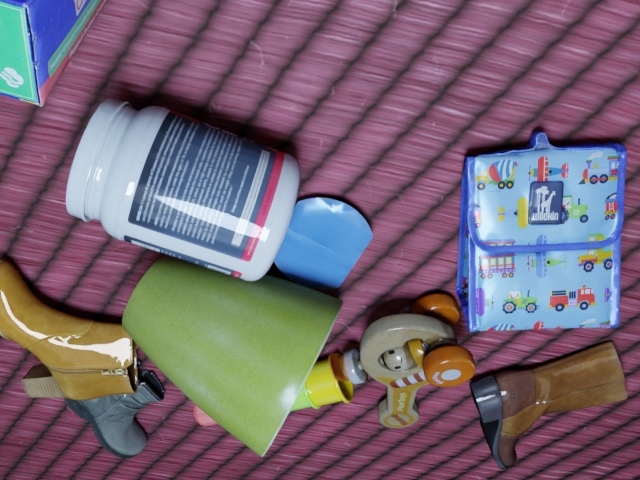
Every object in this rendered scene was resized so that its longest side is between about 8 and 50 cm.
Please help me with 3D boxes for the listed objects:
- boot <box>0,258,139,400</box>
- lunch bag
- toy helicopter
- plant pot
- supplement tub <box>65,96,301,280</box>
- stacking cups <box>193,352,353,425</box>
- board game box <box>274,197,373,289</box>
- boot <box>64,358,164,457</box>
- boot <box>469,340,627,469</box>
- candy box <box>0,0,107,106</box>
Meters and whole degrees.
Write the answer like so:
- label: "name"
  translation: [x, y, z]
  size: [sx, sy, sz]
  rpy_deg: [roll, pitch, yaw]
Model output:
- label: "boot"
  translation: [-0.441, 0.157, 0.996]
  size: [0.211, 0.104, 0.295]
  rpy_deg: [-6, 114, -2]
- label: "lunch bag"
  translation: [0.327, -0.022, 0.843]
  size: [0.221, 0.138, 0.293]
  rpy_deg: [-3, 112, 6]
- label: "toy helicopter"
  translation: [0.134, 0.255, 1.026]
  size: [0.235, 0.140, 0.355]
  rpy_deg: [-4, 136, -1]
- label: "plant pot"
  translation: [-0.155, 0.151, 0.907]
  size: [0.294, 0.274, 0.274]
  rpy_deg: [28, 123, 3]
- label: "supplement tub"
  translation: [-0.180, -0.069, 0.771]
  size: [0.272, 0.191, 0.191]
  rpy_deg: [19, 123, -11]
- label: "stacking cups"
  translation: [-0.097, 0.308, 1.087]
  size: [0.316, 0.096, 0.096]
  rpy_deg: [-20, 122, 15]
- label: "board game box"
  translation: [0.000, 0.000, 0.911]
  size: [0.133, 0.033, 0.168]
  rpy_deg: [27, 117, -10]
- label: "boot"
  translation: [-0.386, 0.344, 1.137]
  size: [0.161, 0.083, 0.246]
  rpy_deg: [-22, 123, 10]
- label: "boot"
  translation: [0.457, 0.330, 1.109]
  size: [0.281, 0.096, 0.264]
  rpy_deg: [-18, 115, 6]
- label: "candy box"
  translation: [-0.393, -0.304, 0.564]
  size: [0.317, 0.268, 0.122]
  rpy_deg: [14, 142, -7]
